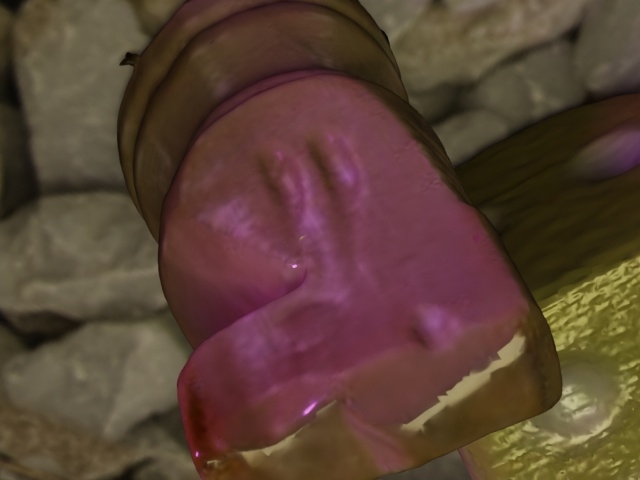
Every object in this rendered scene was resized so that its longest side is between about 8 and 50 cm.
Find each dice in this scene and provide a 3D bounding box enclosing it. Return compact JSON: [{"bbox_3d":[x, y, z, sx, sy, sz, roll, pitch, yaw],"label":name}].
[{"bbox_3d":[0.132,0.045,0.816,0.169,0.169,0.166,-28,114,1],"label":"dice"}]

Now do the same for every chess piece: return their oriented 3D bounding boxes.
[{"bbox_3d":[0.000,0.000,0.705,0.137,0.301,0.137,-5,113,-11],"label":"chess piece"}]
